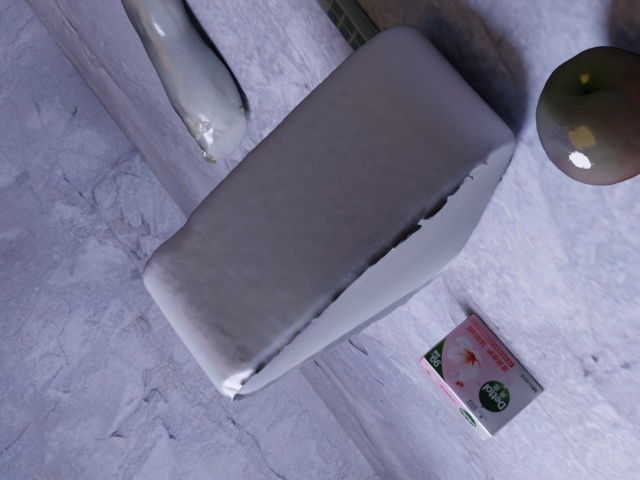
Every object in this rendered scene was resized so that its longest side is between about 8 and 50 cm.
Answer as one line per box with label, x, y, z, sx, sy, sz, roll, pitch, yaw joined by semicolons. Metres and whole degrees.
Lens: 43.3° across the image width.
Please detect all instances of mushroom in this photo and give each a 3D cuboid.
mushroom;-0.206;-0.272;1.167;0.109;0.097;0.351;25;147;61

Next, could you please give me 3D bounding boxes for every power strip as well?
power strip;0.024;-0.207;0.742;0.090;0.016;0.040;52;167;0

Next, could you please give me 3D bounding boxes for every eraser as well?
eraser;0.000;0.000;0.727;0.150;0.331;0.331;49;166;14

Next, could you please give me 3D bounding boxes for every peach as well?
peach;0.170;-0.072;0.479;0.083;0.083;0.083;48;166;17

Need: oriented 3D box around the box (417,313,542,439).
box;0.190;0.163;0.968;0.125;0.089;0.043;48;165;12
